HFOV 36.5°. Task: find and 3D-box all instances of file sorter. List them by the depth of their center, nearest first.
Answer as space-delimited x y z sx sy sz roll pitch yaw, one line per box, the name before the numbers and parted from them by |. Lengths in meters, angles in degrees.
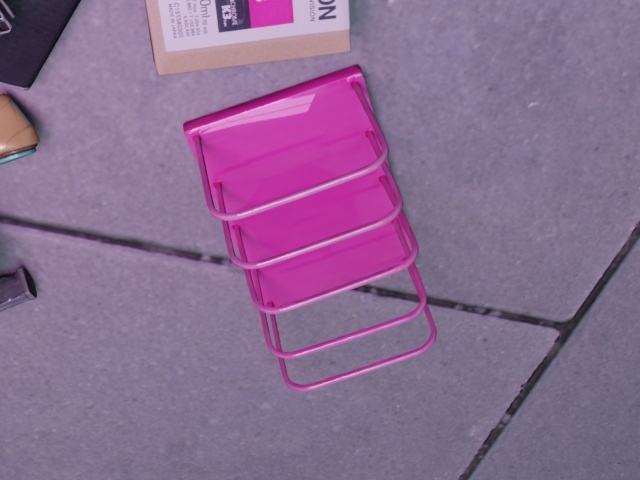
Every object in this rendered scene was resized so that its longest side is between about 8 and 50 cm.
file sorter | 0.000 0.000 1.073 0.202 0.182 0.290 -19 130 2

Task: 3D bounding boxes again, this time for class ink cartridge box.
ink cartridge box | -0.074 -0.281 0.890 0.193 0.088 0.234 -8 129 -5

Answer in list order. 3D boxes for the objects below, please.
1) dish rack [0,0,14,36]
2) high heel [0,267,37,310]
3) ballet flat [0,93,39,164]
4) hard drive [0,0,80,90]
dish rack | -0.380 -0.238 0.766 0.208 0.074 0.271 -11 148 9
high heel | -0.435 0.046 1.028 0.186 0.093 0.261 -22 155 -2
ballet flat | -0.403 -0.083 0.997 0.232 0.080 0.073 -23 102 3
hard drive | -0.349 -0.243 0.877 0.255 0.054 0.172 24 120 -29
